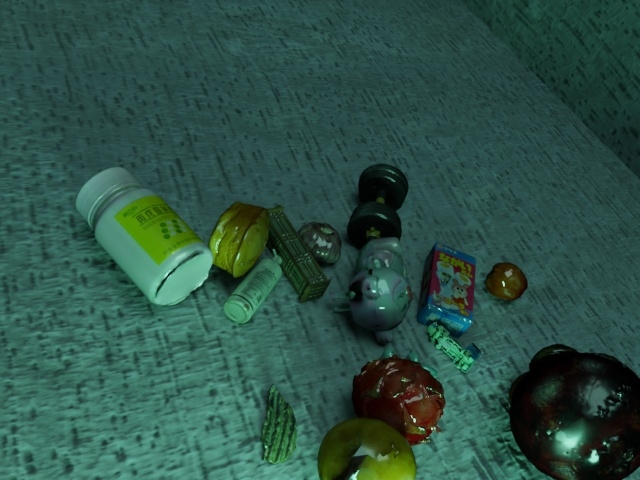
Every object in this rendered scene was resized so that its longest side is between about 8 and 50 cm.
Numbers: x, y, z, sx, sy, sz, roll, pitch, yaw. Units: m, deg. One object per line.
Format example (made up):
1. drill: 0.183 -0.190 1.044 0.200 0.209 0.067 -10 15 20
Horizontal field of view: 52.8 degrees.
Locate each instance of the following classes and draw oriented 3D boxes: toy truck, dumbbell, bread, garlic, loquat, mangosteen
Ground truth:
1. toy truck: 0.413 0.320 1.998 0.175 0.067 0.081 42 40 21
2. dumbbell: 0.200 -0.112 2.219 0.185 0.185 0.388 22 44 -5
3. bread: -0.232 -0.005 1.898 0.143 0.195 0.269 23 25 4
4. garlic: 0.000 0.000 2.073 0.147 0.102 0.159 -13 54 -40
5. loquat: 0.107 0.536 1.527 0.235 0.235 0.235 13 45 -14
6. mangosteen: 0.725 0.481 1.792 0.381 0.380 0.421 35 16 9

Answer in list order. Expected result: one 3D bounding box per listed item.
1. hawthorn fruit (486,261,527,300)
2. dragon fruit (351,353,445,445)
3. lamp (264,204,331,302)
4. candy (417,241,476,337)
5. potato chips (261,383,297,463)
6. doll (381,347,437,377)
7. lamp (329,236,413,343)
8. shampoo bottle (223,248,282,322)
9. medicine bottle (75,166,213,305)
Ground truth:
1. hawthorn fruit: 0.645 0.144 2.226 0.138 0.132 0.132 31 44 0
2. dragon fruit: 0.203 0.416 1.694 0.252 0.241 0.241 42 43 -6
3. lamp: -0.092 0.037 2.007 0.089 0.090 0.325 -13 57 -35
4. candy: 0.420 0.158 2.127 0.157 0.100 0.305 21 45 -4
5. potato chips: -0.102 0.468 1.640 0.092 0.028 0.207 16 46 -13
6. doll: 0.242 0.377 1.864 0.159 0.059 0.158 -25 65 -38
7. lamp: 0.156 0.140 1.964 0.248 0.247 0.301 -5 37 11
8. shampoo bottle: -0.182 0.128 1.881 0.085 0.085 0.262 31 43 5
9. medicine bottle: -0.487 -0.014 1.779 0.379 0.213 0.214 43 46 17
